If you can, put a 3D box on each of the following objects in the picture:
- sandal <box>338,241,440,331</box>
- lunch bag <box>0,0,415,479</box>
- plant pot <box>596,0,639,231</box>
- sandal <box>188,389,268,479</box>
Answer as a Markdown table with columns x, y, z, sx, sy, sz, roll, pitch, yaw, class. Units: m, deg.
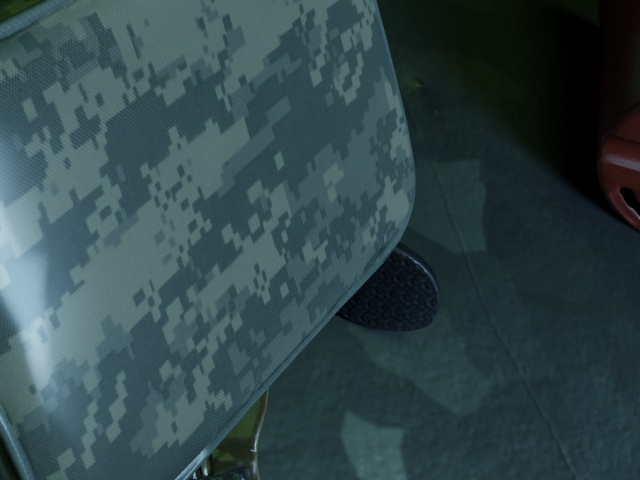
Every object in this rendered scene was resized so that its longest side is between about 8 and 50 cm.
| x | y | z | sx | sy | sz | roll | pitch | yaw | class |
| --- | --- | --- | --- | --- | --- | --- | --- | --- | --- |
| 0.000 | 0.000 | 0.687 | 0.179 | 0.067 | 0.040 | 27 | 35 | -9 | sandal |
| -0.134 | -0.032 | 0.505 | 0.305 | 0.256 | 0.212 | -47 | 130 | -43 | lunch bag |
| 0.345 | -0.147 | 0.899 | 0.272 | 0.272 | 0.265 | 28 | 54 | -11 | plant pot |
| -0.061 | 0.117 | 0.572 | 0.072 | 0.049 | 0.180 | -4 | 73 | -28 | sandal |
